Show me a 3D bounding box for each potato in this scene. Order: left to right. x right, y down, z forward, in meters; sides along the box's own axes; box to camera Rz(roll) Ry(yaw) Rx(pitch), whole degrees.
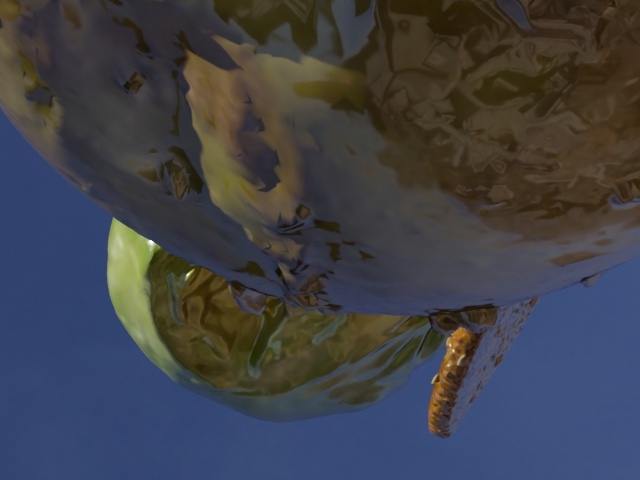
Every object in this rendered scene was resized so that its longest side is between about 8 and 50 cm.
[{"bbox_3d":[-0.010,-0.149,0.705,0.319,0.385,0.442,-15,-50,-9],"label":"potato"}]

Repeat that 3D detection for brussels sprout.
[{"bbox_3d":[0.000,0.000,1.292,0.344,0.344,0.268,-19,-100,-40],"label":"brussels sprout"}]

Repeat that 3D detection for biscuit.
[{"bbox_3d":[0.125,0.026,1.061,0.206,0.025,0.126,-55,-19,-20],"label":"biscuit"}]
